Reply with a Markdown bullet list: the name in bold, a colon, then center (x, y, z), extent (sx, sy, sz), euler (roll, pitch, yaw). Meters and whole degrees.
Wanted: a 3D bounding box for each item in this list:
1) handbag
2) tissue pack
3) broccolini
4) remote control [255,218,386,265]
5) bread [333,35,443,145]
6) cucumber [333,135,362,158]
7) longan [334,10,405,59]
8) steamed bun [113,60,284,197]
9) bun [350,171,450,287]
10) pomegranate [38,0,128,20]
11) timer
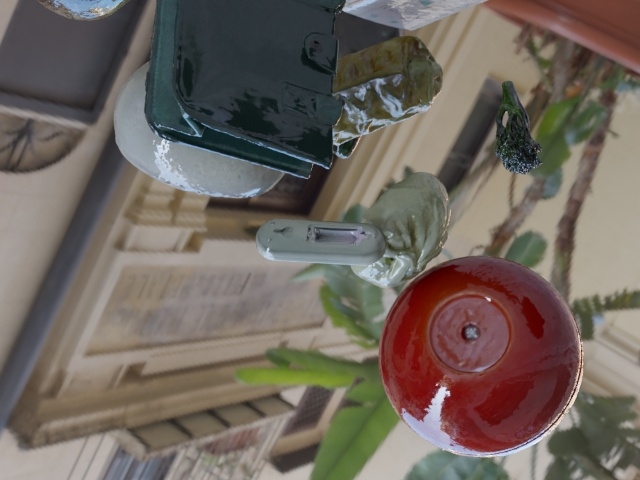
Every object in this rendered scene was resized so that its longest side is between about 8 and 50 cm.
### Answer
- **handbag**: center (-0.085, -0.254, 1.181), extent (0.238, 0.326, 0.089), euler (13, 154, -28)
- **tissue pack**: center (0.186, -0.458, 1.717), extent (0.170, 0.071, 0.325), euler (6, 177, -26)
- **broccolini**: center (0.338, -0.207, 1.648), extent (0.091, 0.203, 0.068), euler (3, 152, -10)
- **remote control**: center (0.000, 0.000, 1.594), extent (0.221, 0.042, 0.078), euler (4, -130, 6)
- **bread**: center (0.097, -0.277, 1.736), extent (0.267, 0.152, 0.130), euler (-16, -174, 32)
- **cucumber**: center (0.070, -0.277, 1.914), extent (0.069, 0.227, 0.069), euler (17, 180, 0)
- **longan**: center (0.056, -0.403, 2.156), extent (0.288, 0.350, 0.288), euler (14, 162, 5)
- **steamed bun**: center (-0.167, -0.194, 1.451), extent (0.283, 0.177, 0.283), euler (16, -152, -9)
- **bun**: center (0.154, -0.007, 1.715), extent (0.145, 0.229, 0.229), euler (51, -159, 22)
- **pomegranate**: center (-0.437, -0.550, 1.628), extent (0.340, 0.285, 0.285), euler (41, -164, 20)
- **timer**: center (0.297, 0.213, 1.778), extent (0.378, 0.378, 0.279), euler (34, 172, 28)
